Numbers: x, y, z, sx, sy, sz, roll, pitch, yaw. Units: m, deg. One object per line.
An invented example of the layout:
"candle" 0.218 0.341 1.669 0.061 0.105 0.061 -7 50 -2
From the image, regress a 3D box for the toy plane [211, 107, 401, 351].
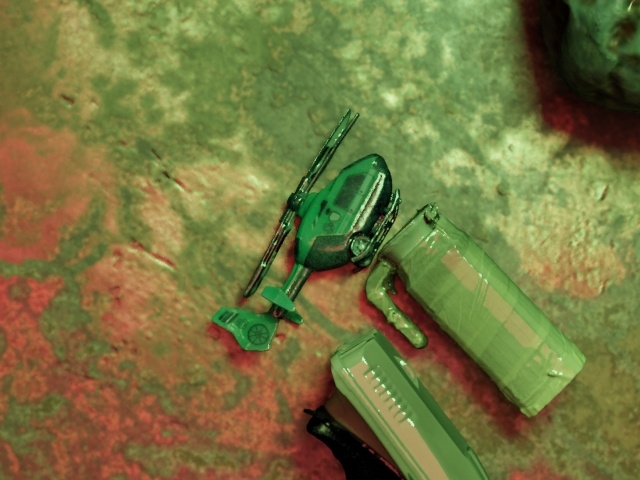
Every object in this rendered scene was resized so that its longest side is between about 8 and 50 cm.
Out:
"toy plane" 0.000 0.000 1.484 0.096 0.060 0.235 30 82 7

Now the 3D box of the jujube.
"jujube" 0.342 -0.212 1.443 0.317 0.226 0.226 1 86 -6

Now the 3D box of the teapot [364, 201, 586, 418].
"teapot" 0.129 0.069 1.481 0.107 0.077 0.200 -44 89 15

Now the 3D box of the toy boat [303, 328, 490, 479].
"toy boat" 0.077 0.210 1.439 0.140 0.141 0.269 -22 90 -4
